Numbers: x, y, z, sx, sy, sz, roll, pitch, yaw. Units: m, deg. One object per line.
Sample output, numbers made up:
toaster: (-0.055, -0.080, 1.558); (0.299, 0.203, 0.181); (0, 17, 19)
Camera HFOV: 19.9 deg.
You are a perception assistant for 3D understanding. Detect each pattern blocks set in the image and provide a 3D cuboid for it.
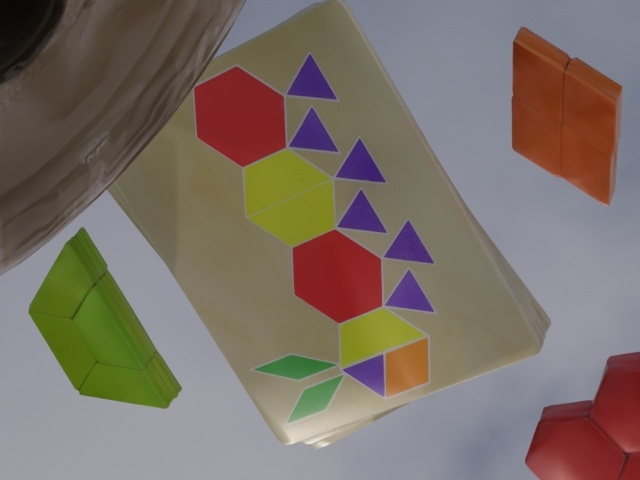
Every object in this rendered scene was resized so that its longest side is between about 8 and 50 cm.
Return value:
pattern blocks set: (0.000, 0.000, 0.760); (0.285, 0.026, 0.325); (-14, -69, 26)

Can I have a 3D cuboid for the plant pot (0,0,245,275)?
plant pot: (-0.171, -0.129, 0.471); (0.280, 0.323, 0.323); (41, -98, 18)
